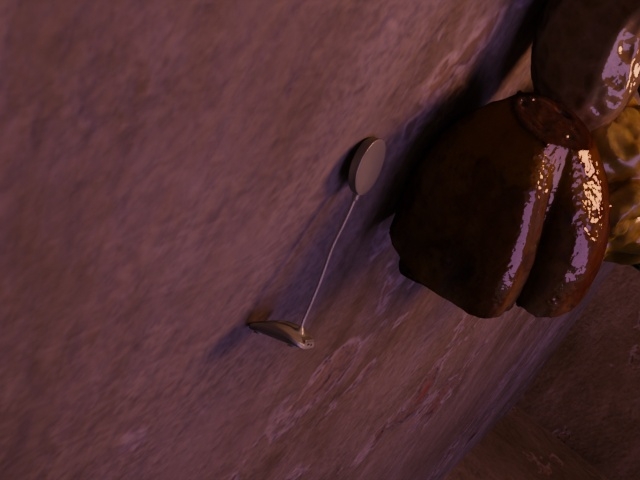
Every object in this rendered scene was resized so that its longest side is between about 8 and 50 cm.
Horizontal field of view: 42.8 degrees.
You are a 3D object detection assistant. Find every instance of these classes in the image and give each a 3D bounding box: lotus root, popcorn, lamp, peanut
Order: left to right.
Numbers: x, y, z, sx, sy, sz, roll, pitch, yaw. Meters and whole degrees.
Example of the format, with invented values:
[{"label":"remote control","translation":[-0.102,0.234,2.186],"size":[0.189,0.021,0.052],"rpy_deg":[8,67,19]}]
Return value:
[{"label":"lamp","translation":[0.000,0.000,0.698],"size":[0.050,0.056,0.198],"rpy_deg":[2,112,-63]},{"label":"lotus root","translation":[0.192,-0.039,0.777],"size":[0.188,0.199,0.180],"rpy_deg":[-35,156,-45]},{"label":"popcorn","translation":[0.313,-0.057,0.990],"size":[0.252,0.215,0.286],"rpy_deg":[-19,153,-17]},{"label":"peanut","translation":[0.285,-0.229,0.750],"size":[0.120,0.136,0.298],"rpy_deg":[2,133,-23]}]

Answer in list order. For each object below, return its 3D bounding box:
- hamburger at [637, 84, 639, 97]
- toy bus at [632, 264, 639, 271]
[{"label":"hamburger","translation":[0.609,-0.248,1.198],"size":[0.300,0.300,0.176],"rpy_deg":[-24,107,-50]},{"label":"toy bus","translation":[0.464,-0.055,1.217],"size":[0.128,0.262,0.150],"rpy_deg":[-45,161,-15]}]
